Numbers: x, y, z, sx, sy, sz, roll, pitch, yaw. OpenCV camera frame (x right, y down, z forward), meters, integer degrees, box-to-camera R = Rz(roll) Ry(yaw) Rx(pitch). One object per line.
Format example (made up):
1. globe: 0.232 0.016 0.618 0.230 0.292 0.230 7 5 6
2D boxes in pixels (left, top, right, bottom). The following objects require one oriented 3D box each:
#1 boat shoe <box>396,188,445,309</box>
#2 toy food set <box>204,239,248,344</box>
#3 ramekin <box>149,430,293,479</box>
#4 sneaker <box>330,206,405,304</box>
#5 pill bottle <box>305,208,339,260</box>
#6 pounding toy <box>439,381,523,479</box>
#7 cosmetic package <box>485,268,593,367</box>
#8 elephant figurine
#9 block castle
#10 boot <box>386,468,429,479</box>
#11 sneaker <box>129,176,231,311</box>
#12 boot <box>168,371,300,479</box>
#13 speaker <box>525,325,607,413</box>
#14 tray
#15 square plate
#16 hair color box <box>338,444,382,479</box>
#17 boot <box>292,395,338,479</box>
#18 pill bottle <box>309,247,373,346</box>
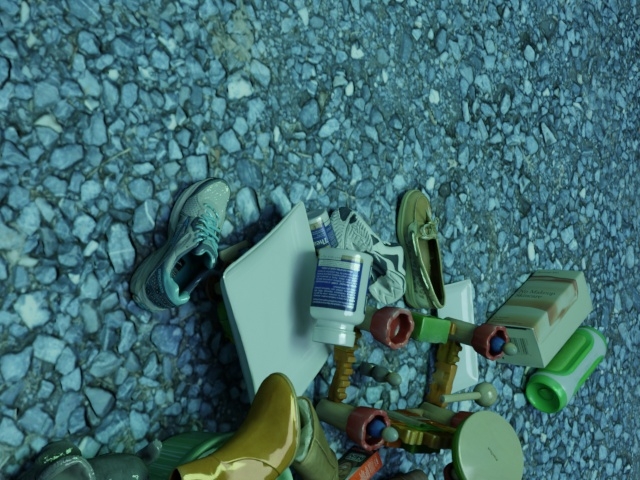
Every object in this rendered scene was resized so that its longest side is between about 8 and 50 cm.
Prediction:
1. boat shoe: 0.247 0.020 2.075 0.105 0.089 0.285 -12 97 -44
2. toy food set: -0.168 0.108 1.680 0.128 0.071 0.217 -45 125 -64
3. ramekin: -0.202 0.484 1.573 0.304 0.148 0.303 1 89 -45
4. sneaker: 0.113 0.021 1.949 0.235 0.094 0.153 49 18 1
5. pill bottle: 0.000 0.000 1.842 0.067 0.067 0.120 -36 114 -39
6. pounding toy: 0.310 0.426 1.836 0.183 0.110 0.236 -7 76 -38
7. cosmetic package: 0.591 0.204 2.378 0.296 0.153 0.129 -37 116 -40
8. elephant figurine: -0.401 0.392 1.385 0.240 0.169 0.186 27 40 -25
9. block castle: 0.223 0.303 1.924 0.453 0.213 0.302 14 90 -47
10. boot: 0.182 0.676 1.984 0.220 0.109 0.283 -14 97 -46
11. sneaker: -0.218 0.008 1.583 0.110 0.122 0.283 44 60 -36
12. boot: -0.148 0.361 1.451 0.211 0.104 0.294 11 86 -45
13. speaker: 0.697 0.361 2.498 0.297 0.131 0.131 -36 114 -40
14. tray: 0.332 0.238 2.201 0.145 0.030 0.270 -9 96 -46
15. square plate: -0.082 0.144 1.698 0.344 0.049 0.347 -46 130 -56
16. hair color box: 0.061 0.500 1.893 0.141 0.072 0.043 -35 115 -40
17. boot: -0.018 0.459 1.700 0.269 0.089 0.236 73 7 -56
18. pill bottle: 0.038 0.114 1.762 0.112 0.112 0.186 17 79 -44
